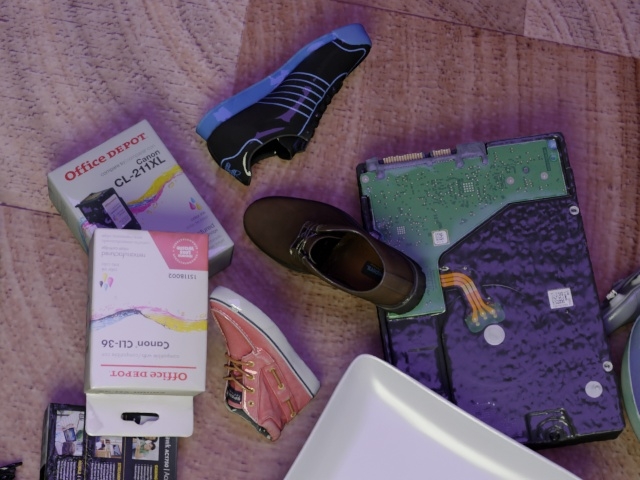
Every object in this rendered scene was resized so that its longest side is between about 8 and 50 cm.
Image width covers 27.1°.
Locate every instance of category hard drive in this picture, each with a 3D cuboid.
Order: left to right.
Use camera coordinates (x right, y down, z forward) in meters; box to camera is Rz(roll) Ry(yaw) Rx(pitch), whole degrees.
[{"bbox_3d":[0.175,0.060,1.424,0.237,0.064,0.339,-9,71,-1],"label":"hard drive"}]

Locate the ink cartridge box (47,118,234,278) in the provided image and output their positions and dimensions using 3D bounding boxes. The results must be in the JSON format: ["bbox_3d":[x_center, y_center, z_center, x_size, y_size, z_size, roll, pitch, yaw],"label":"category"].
[{"bbox_3d":[-0.193,-0.022,1.416,0.127,0.072,0.175,-32,77,-17],"label":"ink cartridge box"}]

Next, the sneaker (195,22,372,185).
[{"bbox_3d":[-0.024,-0.151,1.493,0.232,0.081,0.090,-35,80,-12],"label":"sneaker"}]

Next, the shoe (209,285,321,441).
[{"bbox_3d":[-0.071,0.128,1.340,0.063,0.178,0.081,16,62,47],"label":"shoe"}]

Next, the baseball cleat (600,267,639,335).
[{"bbox_3d":[0.389,0.061,1.471,0.206,0.072,0.109,-40,93,-12],"label":"baseball cleat"}]

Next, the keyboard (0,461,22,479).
[{"bbox_3d":[-0.353,0.269,1.299,0.192,0.038,0.100,-4,69,-11],"label":"keyboard"}]

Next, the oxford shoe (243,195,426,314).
[{"bbox_3d":[0.000,0.000,1.391,0.227,0.096,0.083,22,88,32],"label":"oxford shoe"}]

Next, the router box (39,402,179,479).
[{"bbox_3d":[-0.211,0.255,1.310,0.133,0.046,0.179,7,68,-16],"label":"router box"}]

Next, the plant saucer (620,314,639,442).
[{"bbox_3d":[0.363,0.170,1.405,0.195,0.037,0.195,24,56,-42],"label":"plant saucer"}]

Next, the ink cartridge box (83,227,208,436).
[{"bbox_3d":[-0.172,0.092,1.309,0.115,0.067,0.198,2,78,-15],"label":"ink cartridge box"}]

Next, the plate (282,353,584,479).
[{"bbox_3d":[0.087,0.292,1.286,0.277,0.045,0.278,30,72,6],"label":"plate"}]
